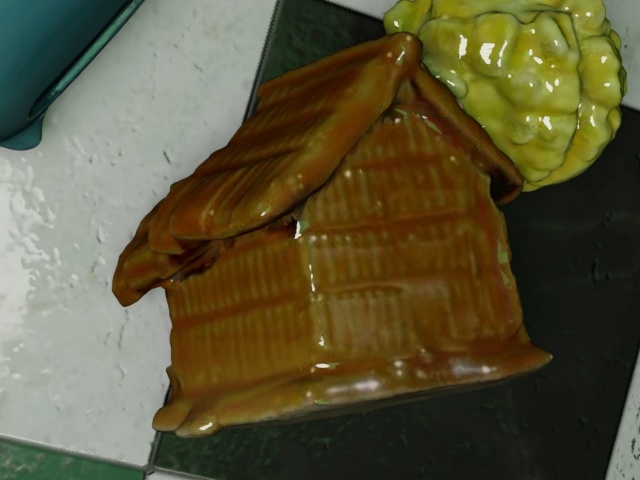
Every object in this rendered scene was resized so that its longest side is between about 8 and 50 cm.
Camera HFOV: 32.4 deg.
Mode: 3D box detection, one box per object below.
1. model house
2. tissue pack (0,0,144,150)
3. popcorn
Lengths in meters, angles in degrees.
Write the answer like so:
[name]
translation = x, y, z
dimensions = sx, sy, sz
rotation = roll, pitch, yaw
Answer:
[model house]
translation = 0.000, 0.002, 0.703
dimensions = 0.219, 0.199, 0.229
rotation = -1, 81, -38
[tissue pack]
translation = -0.184, -0.190, 0.631
dimensions = 0.206, 0.198, 0.287
rotation = 39, 80, -12
[popcorn]
translation = 0.119, -0.109, 0.745
dimensions = 0.173, 0.173, 0.142
rotation = 41, 72, -14
